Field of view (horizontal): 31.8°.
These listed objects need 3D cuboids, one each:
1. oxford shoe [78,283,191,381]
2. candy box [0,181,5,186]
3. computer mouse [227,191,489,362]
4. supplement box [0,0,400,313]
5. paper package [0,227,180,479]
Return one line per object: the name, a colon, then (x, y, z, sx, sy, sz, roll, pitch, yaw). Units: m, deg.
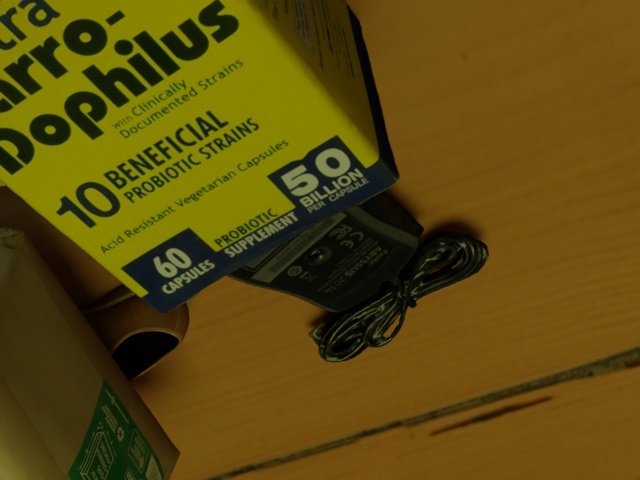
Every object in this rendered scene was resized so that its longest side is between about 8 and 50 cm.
oxford shoe: (-0.206, 0.107, 1.005, 0.212, 0.076, 0.076, -32, 131, 22)
candy box: (-0.298, -0.087, 0.826, 0.186, 0.053, 0.109, -7, 134, 0)
computer mouse: (0.000, 0.000, 0.946, 0.188, 0.072, 0.272, -37, 140, 21)
supplement box: (-0.134, -0.155, 0.688, 0.194, 0.195, 0.356, -30, 130, 18)
paper package: (-0.319, 0.157, 0.920, 0.309, 0.168, 0.325, -3, 135, 20)
